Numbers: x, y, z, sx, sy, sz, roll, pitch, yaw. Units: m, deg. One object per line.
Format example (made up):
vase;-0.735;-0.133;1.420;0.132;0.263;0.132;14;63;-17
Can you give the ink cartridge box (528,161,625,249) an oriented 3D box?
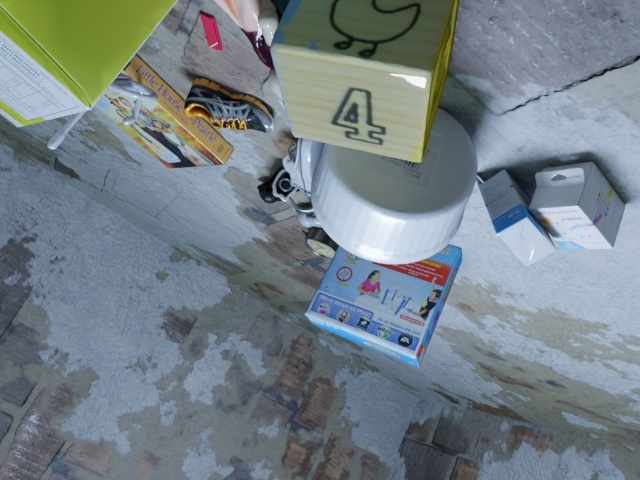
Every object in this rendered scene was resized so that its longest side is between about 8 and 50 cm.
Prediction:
ink cartridge box;0.425;-0.060;0.898;0.143;0.090;0.092;38;158;-28

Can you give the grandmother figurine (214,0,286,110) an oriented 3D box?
grandmother figurine;-0.097;-0.330;0.797;0.104;0.208;0.342;-25;132;12

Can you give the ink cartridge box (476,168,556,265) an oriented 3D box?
ink cartridge box;0.348;-0.055;0.969;0.060;0.180;0.104;-36;122;27

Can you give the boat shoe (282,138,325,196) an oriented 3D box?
boat shoe;-0.040;-0.180;1.212;0.088;0.096;0.267;20;168;7

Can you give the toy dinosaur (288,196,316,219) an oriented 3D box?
toy dinosaur;0.080;-0.072;1.289;0.313;0.121;0.160;29;153;-21

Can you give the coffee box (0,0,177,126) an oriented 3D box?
coffee box;-0.430;-0.409;0.770;0.334;0.338;0.338;6;150;45

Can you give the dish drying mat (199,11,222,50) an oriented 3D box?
dish drying mat;-0.206;-0.392;1.011;0.032;0.008;0.083;25;160;11

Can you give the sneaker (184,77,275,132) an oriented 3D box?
sneaker;-0.201;-0.278;1.181;0.214;0.083;0.084;22;158;10

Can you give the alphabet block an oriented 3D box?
alphabet block;0.067;-0.245;0.721;0.197;0.193;0.193;13;159;13

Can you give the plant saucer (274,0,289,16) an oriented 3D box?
plant saucer;-0.015;-0.357;0.829;0.119;0.021;0.119;24;160;9

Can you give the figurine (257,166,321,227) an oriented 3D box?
figurine;-0.062;-0.103;1.453;0.214;0.092;0.209;33;168;-17

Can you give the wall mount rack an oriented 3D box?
wall mount rack;-0.532;-0.309;1.098;0.349;0.131;0.304;25;-159;3

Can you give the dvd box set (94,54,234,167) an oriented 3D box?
dvd box set;-0.461;-0.342;1.388;0.307;0.062;0.420;6;151;45

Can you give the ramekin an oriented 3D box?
ramekin;0.126;-0.112;0.904;0.277;0.277;0.135;25;152;7

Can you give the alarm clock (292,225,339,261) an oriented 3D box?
alarm clock;0.000;0.000;1.639;0.192;0.064;0.129;26;161;-4

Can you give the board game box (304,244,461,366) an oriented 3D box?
board game box;0.164;0.122;1.377;0.308;0.302;0.086;18;159;25
